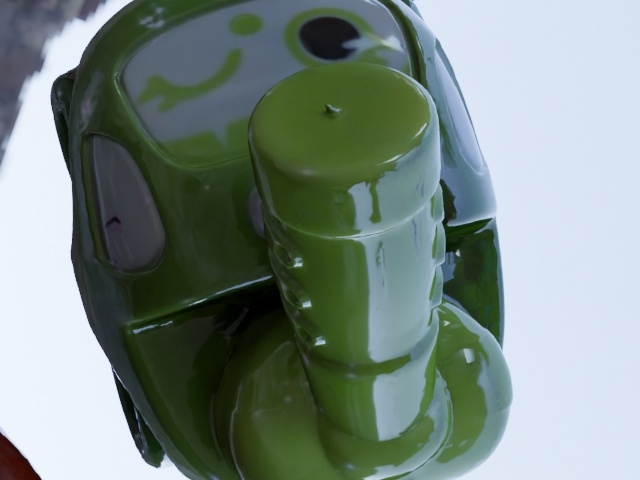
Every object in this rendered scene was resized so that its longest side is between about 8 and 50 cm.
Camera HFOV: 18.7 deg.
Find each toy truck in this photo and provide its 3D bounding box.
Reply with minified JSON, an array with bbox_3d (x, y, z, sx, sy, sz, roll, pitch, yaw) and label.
[{"bbox_3d":[-0.001,0.012,0.646,0.210,0.148,0.187,-130,-152,-61],"label":"toy truck"}]

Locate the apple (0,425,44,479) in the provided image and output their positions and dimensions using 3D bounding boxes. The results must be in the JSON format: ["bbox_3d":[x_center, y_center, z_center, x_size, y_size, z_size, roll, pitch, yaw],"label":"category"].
[{"bbox_3d":[-0.158,0.153,0.595,0.216,0.260,0.260,-38,-156,-10],"label":"apple"}]
